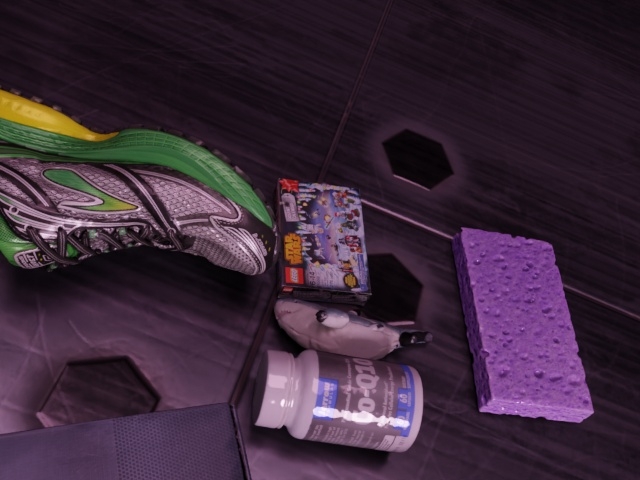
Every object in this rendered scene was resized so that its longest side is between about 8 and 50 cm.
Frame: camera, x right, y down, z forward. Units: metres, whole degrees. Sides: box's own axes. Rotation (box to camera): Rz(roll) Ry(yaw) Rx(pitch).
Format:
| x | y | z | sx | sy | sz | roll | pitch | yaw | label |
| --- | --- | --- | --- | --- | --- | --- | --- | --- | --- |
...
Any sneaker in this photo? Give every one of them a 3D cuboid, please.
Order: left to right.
| x | y | z | sx | sy | sz | roll | pitch | yaw | label |
| --- | --- | --- | --- | --- | --- | --- | --- | --- | --- |
| -0.203 | -0.023 | 0.653 | 0.344 | 0.134 | 0.146 | 14 | 59 | 1 | sneaker |

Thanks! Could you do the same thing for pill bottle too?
| x | y | z | sx | sy | sz | roll | pitch | yaw | label |
| --- | --- | --- | --- | --- | --- | --- | --- | --- | --- |
| 0.013 | 0.138 | 0.632 | 0.137 | 0.078 | 0.078 | 11 | 53 | -12 | pill bottle |

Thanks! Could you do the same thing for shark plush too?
| x | y | z | sx | sy | sz | roll | pitch | yaw | label |
| --- | --- | --- | --- | --- | --- | --- | --- | --- | --- |
| 0.038 | 0.080 | 0.701 | 0.161 | 0.073 | 0.067 | -3 | 27 | -17 | shark plush |

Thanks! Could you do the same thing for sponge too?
| x | y | z | sx | sy | sz | roll | pitch | yaw | label |
| --- | --- | --- | --- | --- | --- | --- | --- | --- | --- |
| 0.212 | 0.085 | 0.771 | 0.117 | 0.031 | 0.210 | 9 | 53 | -14 | sponge |

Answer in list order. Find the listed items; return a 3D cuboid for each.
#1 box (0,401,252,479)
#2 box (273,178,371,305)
| x | y | z | sx | sy | sz | roll | pitch | yaw | label |
| --- | --- | --- | --- | --- | --- | --- | --- | --- | --- |
| -0.160 | 0.225 | 0.518 | 0.233 | 0.059 | 0.183 | -3 | 56 | -22 | box |
| 0.000 | 0.000 | 0.757 | 0.094 | 0.027 | 0.137 | 6 | 55 | -15 | box |
